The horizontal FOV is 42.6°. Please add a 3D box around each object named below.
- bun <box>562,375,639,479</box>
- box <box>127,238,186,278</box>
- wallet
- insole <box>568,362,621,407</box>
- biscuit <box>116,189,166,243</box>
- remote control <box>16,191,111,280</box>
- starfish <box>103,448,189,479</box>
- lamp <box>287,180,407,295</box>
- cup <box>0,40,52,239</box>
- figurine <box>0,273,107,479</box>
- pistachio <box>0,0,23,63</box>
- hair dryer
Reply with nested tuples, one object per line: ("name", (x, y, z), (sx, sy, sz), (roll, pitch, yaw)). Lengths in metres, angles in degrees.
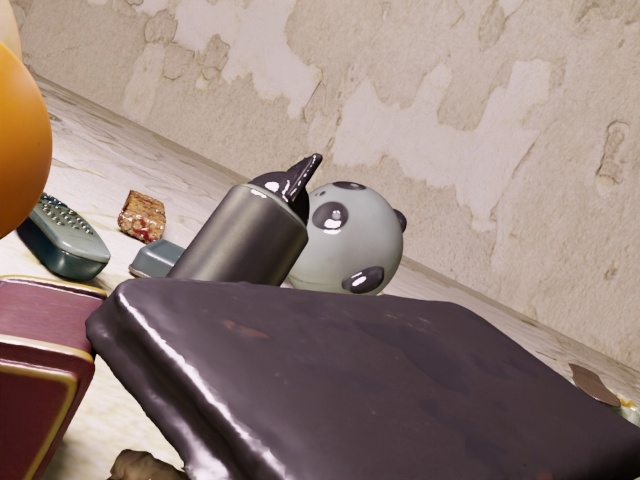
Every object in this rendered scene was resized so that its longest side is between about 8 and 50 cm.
("bun", (0.263, 0.200, 0.821), (0.195, 0.118, 0.195), (23, 3, -1))
("box", (-0.160, 0.032, 0.922), (0.091, 0.031, 0.126), (26, 4, -1))
("wallet", (0.054, 0.088, 0.464), (0.197, 0.051, 0.378), (35, 15, 34))
("insole", (0.265, 0.139, 0.800), (0.045, 0.002, 0.135), (22, 8, 8))
("biscuit", (-0.245, -0.034, 1.132), (0.064, 0.034, 0.199), (24, 7, -14))
("remote control", (-0.270, -0.015, 0.821), (0.072, 0.042, 0.222), (21, 6, -38))
("starfish", (0.089, 0.168, 0.483), (0.324, 0.082, 0.432), (27, 14, 26))
("lamp", (0.000, 0.000, 1.203), (0.244, 0.197, 0.198), (11, 1, 17))
("cup", (-0.294, -0.041, 0.486), (0.226, 0.182, 0.264), (-8, 18, -5))
("figurine", (-0.161, 0.058, 0.388), (0.098, 0.082, 0.154), (30, 4, -13))
("pistachio", (-0.410, -0.199, 0.843), (0.213, 0.260, 0.163), (17, -2, -21))
("hair dryer", (-0.090, 0.026, 0.702), (0.078, 0.195, 0.248), (37, -18, -12))
